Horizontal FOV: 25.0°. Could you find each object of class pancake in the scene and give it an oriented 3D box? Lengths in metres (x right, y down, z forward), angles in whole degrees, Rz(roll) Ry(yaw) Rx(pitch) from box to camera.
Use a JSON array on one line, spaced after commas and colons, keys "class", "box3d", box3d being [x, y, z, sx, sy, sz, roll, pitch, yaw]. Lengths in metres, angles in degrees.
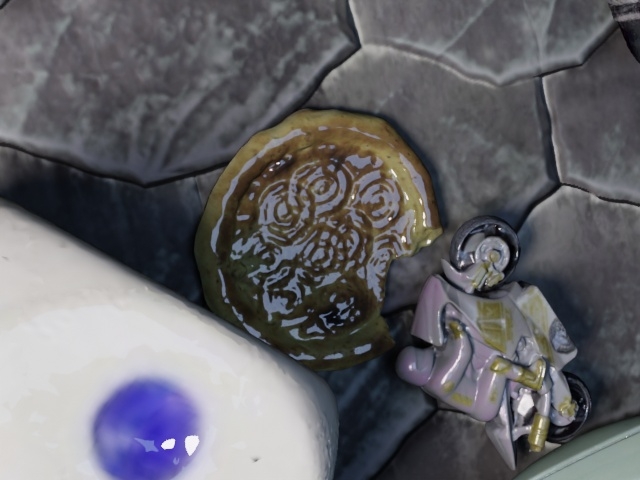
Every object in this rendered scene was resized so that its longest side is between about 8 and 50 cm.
[{"class": "pancake", "box3d": [0.000, 0.000, 1.230, 0.212, 0.029, 0.235, 20, 86, -20]}]

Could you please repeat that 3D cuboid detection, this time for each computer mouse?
[{"class": "computer mouse", "box3d": [0.244, 0.228, 1.299, 0.288, 0.097, 0.159, -16, 139, -11]}]

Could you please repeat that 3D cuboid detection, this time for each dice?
[{"class": "dice", "box3d": [-0.191, 0.162, 1.047, 0.304, 0.277, 0.304, 32, 85, -23]}]

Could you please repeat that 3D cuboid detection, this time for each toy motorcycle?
[{"class": "toy motorcycle", "box3d": [0.142, 0.100, 1.269, 0.152, 0.073, 0.225, -29, 104, -11]}]

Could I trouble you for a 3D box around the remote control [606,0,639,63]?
[{"class": "remote control", "box3d": [0.267, -0.285, 1.268, 0.066, 0.090, 0.266, -21, 103, 0]}]
